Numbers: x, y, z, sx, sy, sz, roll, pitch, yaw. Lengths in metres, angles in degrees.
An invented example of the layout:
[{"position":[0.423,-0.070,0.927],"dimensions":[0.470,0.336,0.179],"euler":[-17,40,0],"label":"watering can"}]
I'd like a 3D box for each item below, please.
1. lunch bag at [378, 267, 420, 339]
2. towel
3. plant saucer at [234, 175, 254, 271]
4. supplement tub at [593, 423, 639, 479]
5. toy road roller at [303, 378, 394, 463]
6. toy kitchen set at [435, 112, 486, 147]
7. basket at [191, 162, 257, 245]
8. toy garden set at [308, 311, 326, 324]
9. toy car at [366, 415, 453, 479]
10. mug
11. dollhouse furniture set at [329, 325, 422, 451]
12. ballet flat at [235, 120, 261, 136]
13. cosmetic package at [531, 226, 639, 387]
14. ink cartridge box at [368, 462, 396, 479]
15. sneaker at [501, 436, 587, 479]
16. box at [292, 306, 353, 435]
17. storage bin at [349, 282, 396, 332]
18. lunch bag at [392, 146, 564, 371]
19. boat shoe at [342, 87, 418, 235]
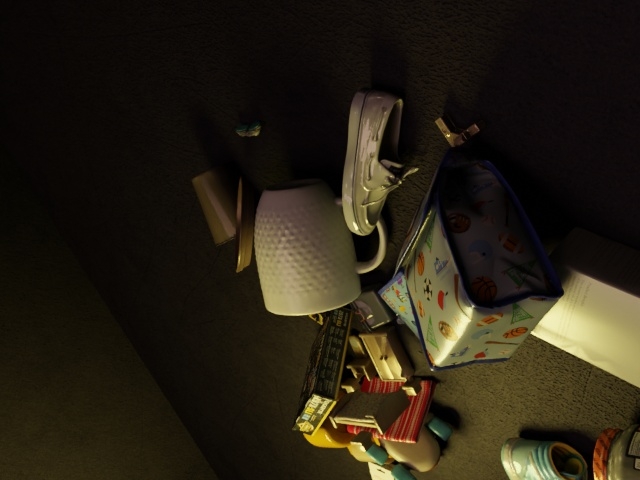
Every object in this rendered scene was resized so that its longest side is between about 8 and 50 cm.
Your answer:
[{"position":[0.270,0.176,1.672],"dimensions":[0.221,0.138,0.293],"euler":[47,151,6],"label":"lunch bag"},{"position":[0.210,0.504,1.912],"dimensions":[0.274,0.199,0.031],"euler":[-8,138,47],"label":"towel"},{"position":[-0.219,-0.046,1.816],"dimensions":[0.278,0.041,0.278],"euler":[-178,90,-80],"label":"plant saucer"},{"position":[0.760,0.495,1.324],"dimensions":[0.316,0.193,0.194],"euler":[-5,113,49],"label":"supplement tub"},{"position":[0.091,0.628,2.086],"dimensions":[0.202,0.240,0.330],"euler":[-21,101,52],"label":"toy road roller"},{"position":[0.294,-0.246,1.363],"dimensions":[0.075,0.068,0.083],"euler":[56,142,-1],"label":"toy kitchen set"},{"position":[-0.309,-0.120,2.031],"dimensions":[0.204,0.154,0.227],"euler":[-22,97,42],"label":"basket"},{"position":[-0.069,0.161,2.062],"dimensions":[0.244,0.049,0.204],"euler":[24,132,34],"label":"toy garden set"},{"position":[0.290,0.639,1.964],"dimensions":[0.210,0.219,0.238],"euler":[34,169,33],"label":"toy car"},{"position":[0.000,0.000,1.730],"dimensions":[0.374,0.276,0.328],"euler":[-6,104,16],"label":"mug"},{"position":[0.095,0.413,1.825],"dimensions":[0.303,0.355,0.174],"euler":[-12,107,48],"label":"dollhouse furniture set"},{"position":[-0.202,-0.326,1.858],"dimensions":[0.114,0.041,0.041],"euler":[2,118,46],"label":"ballet flat"},{"position":[0.632,0.155,1.241],"dimensions":[0.385,0.156,0.217],"euler":[27,135,29],"label":"cosmetic package"},{"position":[0.248,0.851,2.227],"dimensions":[0.115,0.067,0.198],"euler":[8,124,43],"label":"ink cartridge box"},{"position":[0.627,0.657,1.639],"dimensions":[0.319,0.127,0.208],"euler":[56,143,-4],"label":"sneaker"},{"position":[0.008,0.401,1.947],"dimensions":[0.079,0.322,0.257],"euler":[20,137,-6],"label":"box"},{"position":[0.154,0.190,1.823],"dimensions":[0.091,0.098,0.135],"euler":[-28,96,41],"label":"storage bin"},{"position":[0.301,0.039,1.367],"dimensions":[0.328,0.238,0.386],"euler":[103,159,-57],"label":"lunch bag"},{"position":[0.154,-0.173,1.517],"dimensions":[0.156,0.136,0.367],"euler":[17,114,30],"label":"boat shoe"}]
